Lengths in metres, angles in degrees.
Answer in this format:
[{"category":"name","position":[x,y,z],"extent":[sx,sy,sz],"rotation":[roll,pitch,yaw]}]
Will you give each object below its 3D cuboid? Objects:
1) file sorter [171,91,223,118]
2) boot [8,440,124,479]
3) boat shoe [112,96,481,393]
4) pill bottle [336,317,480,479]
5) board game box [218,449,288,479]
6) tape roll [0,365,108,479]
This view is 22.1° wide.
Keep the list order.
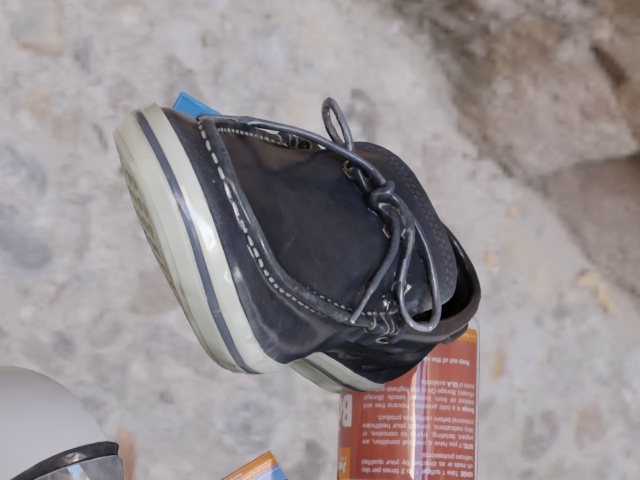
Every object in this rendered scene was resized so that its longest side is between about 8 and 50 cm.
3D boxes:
[{"category":"file sorter","position":[-0.095,-0.064,1.788],"extent":[0.118,0.170,0.104],"rotation":[-60,155,5]},{"category":"boot","position":[-0.094,0.208,0.928],"extent":[0.118,0.338,0.222],"rotation":[35,31,-64]},{"category":"boat shoe","position":[0.000,0.000,1.124],"extent":[0.186,0.156,0.500],"rotation":[67,11,18]},{"category":"pill bottle","position":[0.074,0.170,1.398],"extent":[0.121,0.121,0.216],"rotation":[13,75,-47]},{"category":"board game box","position":[-0.131,0.331,1.537],"extent":[0.281,0.027,0.145],"rotation":[-30,83,-10]},{"category":"tape roll","position":[-0.296,0.222,1.268],"extent":[0.169,0.246,0.246],"rotation":[1,91,-59]}]
